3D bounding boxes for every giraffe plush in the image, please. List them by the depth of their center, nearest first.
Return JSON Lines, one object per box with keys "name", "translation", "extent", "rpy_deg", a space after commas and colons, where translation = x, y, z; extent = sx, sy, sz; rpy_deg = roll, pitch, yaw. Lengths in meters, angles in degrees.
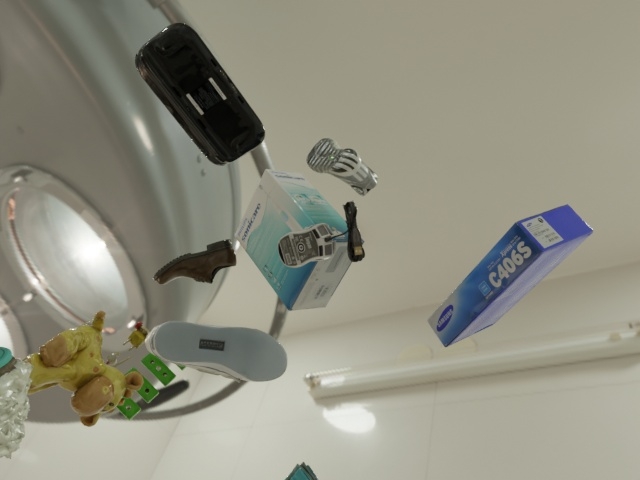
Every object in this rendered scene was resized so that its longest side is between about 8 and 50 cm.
{"name": "giraffe plush", "translation": [-0.436, 0.253, 1.032], "extent": [0.181, 0.210, 0.170], "rpy_deg": [-35, -87, 26]}

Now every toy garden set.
{"name": "toy garden set", "translation": [-0.544, 0.379, 1.677], "extent": [0.204, 0.244, 0.049], "rpy_deg": [41, -35, 9]}

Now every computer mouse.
{"name": "computer mouse", "translation": [0.000, 0.000, 1.025], "extent": [0.193, 0.042, 0.106], "rpy_deg": [-15, -89, 39]}

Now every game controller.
{"name": "game controller", "translation": [-0.265, -0.317, 1.257], "extent": [0.166, 0.067, 0.319], "rpy_deg": [-29, -65, 18]}

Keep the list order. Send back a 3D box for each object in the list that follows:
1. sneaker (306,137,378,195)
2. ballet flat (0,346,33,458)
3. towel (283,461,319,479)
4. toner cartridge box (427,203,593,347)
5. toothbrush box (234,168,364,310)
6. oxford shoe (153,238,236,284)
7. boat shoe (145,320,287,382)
{"name": "sneaker", "translation": [0.057, -0.157, 1.297], "extent": [0.132, 0.228, 0.086], "rpy_deg": [38, -88, -29]}
{"name": "ballet flat", "translation": [-0.374, 0.204, 0.427], "extent": [0.146, 0.409, 0.147], "rpy_deg": [2, -82, 14]}
{"name": "towel", "translation": [-0.090, 0.701, 1.182], "extent": [0.271, 0.370, 0.040], "rpy_deg": [43, -4, 36]}
{"name": "toner cartridge box", "translation": [0.367, 0.080, 1.130], "extent": [0.075, 0.165, 0.348], "rpy_deg": [58, -37, 26]}
{"name": "toothbrush box", "translation": [-0.063, -0.005, 1.389], "extent": [0.295, 0.126, 0.216], "rpy_deg": [48, -58, 35]}
{"name": "oxford shoe", "translation": [-0.331, 0.078, 1.493], "extent": [0.227, 0.083, 0.096], "rpy_deg": [-21, -97, -2]}
{"name": "boat shoe", "translation": [-0.270, 0.287, 1.433], "extent": [0.367, 0.136, 0.156], "rpy_deg": [15, -19, -31]}
